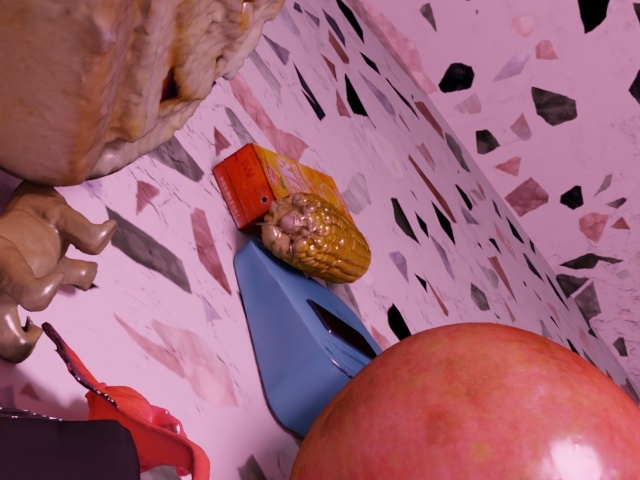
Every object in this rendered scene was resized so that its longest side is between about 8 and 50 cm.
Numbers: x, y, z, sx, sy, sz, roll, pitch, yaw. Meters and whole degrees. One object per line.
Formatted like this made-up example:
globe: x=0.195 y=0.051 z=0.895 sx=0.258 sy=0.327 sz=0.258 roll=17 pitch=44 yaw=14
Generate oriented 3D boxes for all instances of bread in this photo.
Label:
bread: x=-0.211 y=-0.179 z=0.864 sx=0.239 sy=0.264 sz=0.395 roll=33 pitch=32 yaw=7

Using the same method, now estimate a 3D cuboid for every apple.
apple: x=0.139 y=0.255 z=0.934 sx=0.364 sy=0.364 sz=0.364 roll=48 pitch=21 yaw=-25

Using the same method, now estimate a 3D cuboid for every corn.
corn: x=0.004 y=0.003 z=1.305 sx=0.091 sy=0.091 sz=0.260 roll=46 pitch=5 yaw=19

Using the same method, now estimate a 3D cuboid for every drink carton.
drink carton: x=-0.043 y=-0.053 z=1.378 sx=0.223 sy=0.071 sz=0.096 roll=16 pitch=45 yaw=-61

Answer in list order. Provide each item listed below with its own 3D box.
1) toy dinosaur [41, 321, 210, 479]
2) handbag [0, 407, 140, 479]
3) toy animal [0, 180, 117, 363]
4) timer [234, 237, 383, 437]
toy dinosaur: x=-0.142 y=0.111 z=0.710 sx=0.139 sy=0.070 sz=0.286 roll=61 pitch=-17 yaw=-6
handbag: x=-0.206 y=0.218 z=0.466 sx=0.288 sy=0.152 sz=0.342 roll=23 pitch=34 yaw=-40
toy animal: x=-0.231 y=0.006 z=0.826 sx=0.101 sy=0.103 sz=0.219 roll=31 pitch=27 yaw=-3
timer: x=-0.001 y=0.130 z=1.232 sx=0.232 sy=0.091 sz=0.250 roll=36 pitch=16 yaw=-44
